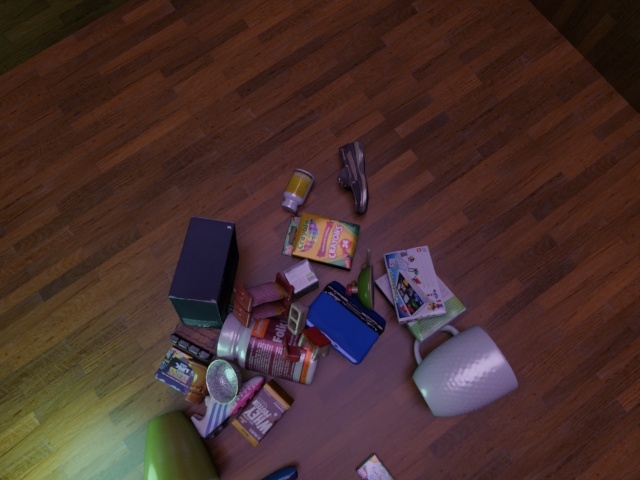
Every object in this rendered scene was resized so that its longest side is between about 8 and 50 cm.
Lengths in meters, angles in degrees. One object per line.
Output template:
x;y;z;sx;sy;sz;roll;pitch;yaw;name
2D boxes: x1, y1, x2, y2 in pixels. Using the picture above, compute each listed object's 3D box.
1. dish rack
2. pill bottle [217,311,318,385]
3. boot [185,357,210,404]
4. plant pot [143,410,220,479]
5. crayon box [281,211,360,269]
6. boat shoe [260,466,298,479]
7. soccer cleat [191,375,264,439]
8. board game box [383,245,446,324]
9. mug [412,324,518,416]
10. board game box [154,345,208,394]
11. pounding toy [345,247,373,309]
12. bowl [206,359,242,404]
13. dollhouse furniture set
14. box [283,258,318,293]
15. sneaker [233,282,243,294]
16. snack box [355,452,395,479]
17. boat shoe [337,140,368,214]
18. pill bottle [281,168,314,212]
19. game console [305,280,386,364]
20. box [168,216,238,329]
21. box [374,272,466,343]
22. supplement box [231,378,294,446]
-0.495;0.351;1.892;0.208;0.074;0.272;26;77;5;dish rack
-0.197;0.425;1.792;0.391;0.224;0.224;14;77;3;pill bottle
-0.498;0.569;1.787;0.072;0.197;0.152;21;69;47;boot
-0.559;0.824;1.705;0.274;0.275;0.294;-25;61;-5;plant pot
0.000;0.000;1.963;0.318;0.081;0.203;13;78;4;crayon box
-0.192;0.975;1.741;0.258;0.109;0.089;-31;85;10;boat shoe
-0.378;0.646;1.797;0.331;0.116;0.143;-44;80;-9;soccer cleat
0.385;0.180;1.843;0.192;0.053;0.306;-11;60;5;board game box
0.525;0.498;1.771;0.327;0.276;0.374;-30;48;1;mug
-0.581;0.542;1.858;0.170;0.048;0.141;26;77;6;board game box
0.164;0.174;1.859;0.109;0.183;0.237;-3;60;10;pounding toy
-0.362;0.546;1.751;0.169;0.080;0.170;-1;89;32;bowl
-0.144;0.289;1.657;0.201;0.152;0.374;-12;35;-40;dollhouse furniture set
-0.078;0.164;1.862;0.114;0.203;0.103;-29;78;-6;box
-0.304;0.257;1.916;0.067;0.064;0.175;-37;82;-18;sneaker
0.222;0.938;1.765;0.100;0.037;0.141;-38;79;-9;snack box
0.144;-0.278;2.016;0.130;0.132;0.356;-7;68;9;boat shoe
-0.106;-0.221;2.003;0.103;0.103;0.184;24;78;6;pill bottle
0.102;0.326;1.825;0.293;0.250;0.173;39;98;8;game console
-0.448;0.135;1.770;0.178;0.313;0.344;8;60;-3;box
0.412;0.236;1.872;0.232;0.059;0.322;-33;60;-7;box
-0.220;0.671;1.751;0.129;0.191;0.194;41;81;9;supplement box
